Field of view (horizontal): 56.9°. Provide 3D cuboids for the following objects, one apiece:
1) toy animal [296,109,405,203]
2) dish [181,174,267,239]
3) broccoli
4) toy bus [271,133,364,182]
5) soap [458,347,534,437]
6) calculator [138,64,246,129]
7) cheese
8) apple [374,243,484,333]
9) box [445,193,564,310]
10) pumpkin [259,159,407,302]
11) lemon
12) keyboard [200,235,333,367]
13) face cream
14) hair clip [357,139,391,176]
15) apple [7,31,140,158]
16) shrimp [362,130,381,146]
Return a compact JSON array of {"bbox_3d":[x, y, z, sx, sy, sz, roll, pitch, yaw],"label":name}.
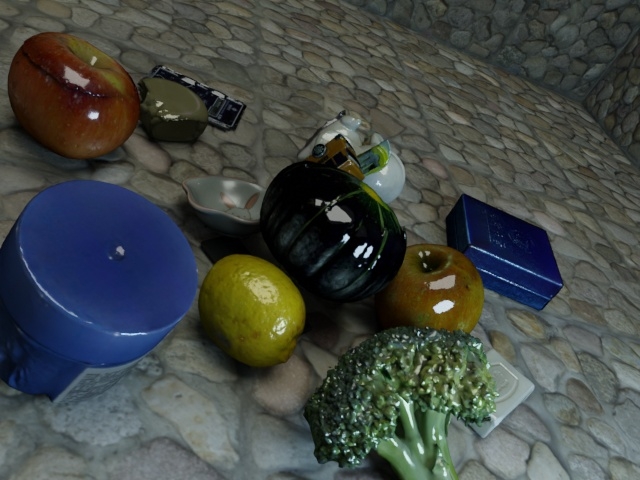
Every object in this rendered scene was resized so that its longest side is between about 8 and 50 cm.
[{"bbox_3d":[0.102,-0.214,1.571,0.289,0.174,0.249,34,36,8],"label":"toy animal"},{"bbox_3d":[-0.187,-0.060,1.247,0.229,0.081,0.229,14,25,-6],"label":"dish"},{"bbox_3d":[0.156,0.267,0.948,0.375,0.249,0.302,-2,42,-44],"label":"broccoli"},{"bbox_3d":[0.001,-0.144,1.378,0.098,0.201,0.114,41,18,-54],"label":"toy bus"},{"bbox_3d":[0.337,0.303,1.191,0.121,0.064,0.183,44,37,24],"label":"soap"},{"bbox_3d":[-0.342,-0.387,1.599,0.273,0.028,0.166,23,36,-10],"label":"calculator"},{"bbox_3d":[-0.372,-0.323,1.448,0.175,0.091,0.202,-11,50,-42],"label":"cheese"},{"bbox_3d":[0.225,0.125,1.233,0.236,0.208,0.237,-1,31,0],"label":"apple"},{"bbox_3d":[0.491,0.025,1.607,0.278,0.116,0.262,22,36,-7],"label":"box"},{"bbox_3d":[0.000,0.000,1.123,0.295,0.296,0.296,19,36,-15],"label":"pumpkin"},{"bbox_3d":[-0.116,0.118,1.015,0.207,0.170,0.170,39,36,13],"label":"lemon"},{"bbox_3d":[-0.095,0.120,1.145,0.103,0.041,0.381,-15,48,-44],"label":"keyboard"},{"bbox_3d":[-0.333,0.077,0.831,0.248,0.225,0.249,29,36,-24],"label":"face cream"},{"bbox_3d":[0.093,-0.176,1.433,0.060,0.188,0.033,63,18,-1],"label":"hair clip"},{"bbox_3d":[-0.507,-0.293,1.221,0.271,0.206,0.251,36,25,5],"label":"apple"},{"bbox_3d":[0.110,-0.308,1.814,0.165,0.049,0.161,20,37,0],"label":"shrimp"}]
